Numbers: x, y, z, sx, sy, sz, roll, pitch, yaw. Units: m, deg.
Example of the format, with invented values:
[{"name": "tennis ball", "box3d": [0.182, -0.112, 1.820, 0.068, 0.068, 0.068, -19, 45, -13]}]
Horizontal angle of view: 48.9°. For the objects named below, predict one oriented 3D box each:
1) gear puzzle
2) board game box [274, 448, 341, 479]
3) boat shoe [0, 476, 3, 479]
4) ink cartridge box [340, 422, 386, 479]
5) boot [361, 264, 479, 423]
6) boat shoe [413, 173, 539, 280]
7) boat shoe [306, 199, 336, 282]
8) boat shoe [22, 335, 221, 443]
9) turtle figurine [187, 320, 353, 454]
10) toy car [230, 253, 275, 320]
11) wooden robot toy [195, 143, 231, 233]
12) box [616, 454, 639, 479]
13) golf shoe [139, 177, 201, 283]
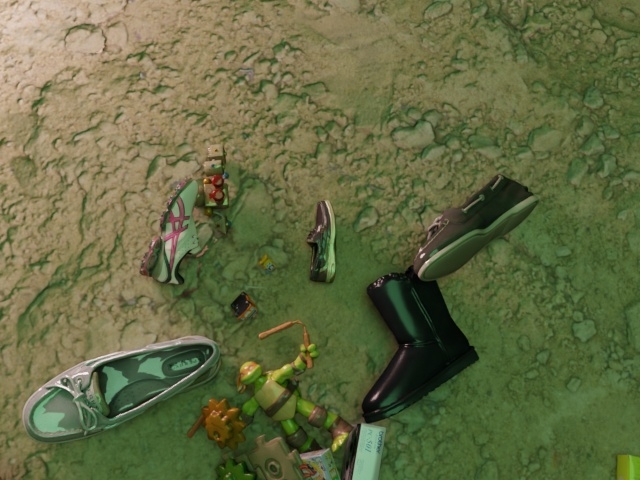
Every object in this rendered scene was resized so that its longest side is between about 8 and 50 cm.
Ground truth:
[{"name": "gear puzzle", "box3d": [-0.085, 0.390, 1.066, 0.044, 0.175, 0.338, -21, 79, -57]}, {"name": "board game box", "box3d": [-0.036, 0.388, 1.090, 0.154, 0.026, 0.103, -22, 87, 31]}, {"name": "boat shoe", "box3d": [-0.493, 0.494, 0.994, 0.123, 0.123, 0.341, -8, 85, -43]}, {"name": "ink cartridge box", "box3d": [0.058, 0.400, 1.124, 0.046, 0.097, 0.207, 13, 73, -6]}, {"name": "boot", "box3d": [0.130, 0.167, 1.202, 0.247, 0.094, 0.207, -28, 84, -22]}, {"name": "boat shoe", "box3d": [0.258, -0.028, 1.251, 0.335, 0.112, 0.095, -27, 61, -36]}, {"name": "boat shoe", "box3d": [0.000, 0.000, 1.252, 0.049, 0.056, 0.152, 1, 74, -14]}, {"name": "boat shoe", "box3d": [-0.312, 0.228, 1.112, 0.321, 0.103, 0.118, -16, 77, -13]}, {"name": "turtle figurine", "box3d": [-0.069, 0.276, 1.148, 0.217, 0.087, 0.269, 45, 95, 1]}, {"name": "toy car", "box3d": [-0.105, 0.087, 1.213, 0.040, 0.060, 0.122, 42, 77, -29]}, {"name": "wooden robot toy", "box3d": [-0.204, -0.089, 1.242, 0.079, 0.076, 0.173, -5, 74, 1]}, {"name": "box", "box3d": [0.568, 0.470, 1.213, 0.109, 0.042, 0.178, 12, 73, -5]}, {"name": "golf shoe", "box3d": [-0.240, -0.015, 1.209, 0.086, 0.067, 0.186, 22, 89, -9]}]
